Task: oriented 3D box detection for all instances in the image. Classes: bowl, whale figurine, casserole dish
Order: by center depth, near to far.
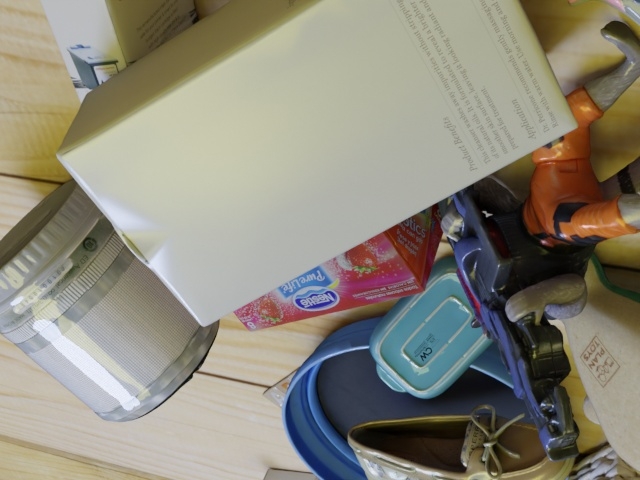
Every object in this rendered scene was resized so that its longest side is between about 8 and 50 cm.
[{"bbox_3d":[0.351,0.119,0.943,0.272,0.141,0.216,54,145,33],"label":"whale figurine"},{"bbox_3d":[0.137,0.105,1.042,0.114,0.037,0.188,43,102,7],"label":"casserole dish"},{"bbox_3d":[0.143,0.255,1.218,0.391,0.077,0.391,11,132,12],"label":"bowl"}]

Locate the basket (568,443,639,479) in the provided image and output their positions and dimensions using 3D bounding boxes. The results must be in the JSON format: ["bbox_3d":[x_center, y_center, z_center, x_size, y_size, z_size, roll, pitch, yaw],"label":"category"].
[{"bbox_3d":[0.416,0.497,1.200,0.328,0.266,0.331,31,136,-5],"label":"basket"}]

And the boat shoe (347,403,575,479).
[{"bbox_3d":[0.164,0.260,1.088,0.285,0.105,0.089,-14,126,32],"label":"boat shoe"}]

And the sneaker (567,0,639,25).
[{"bbox_3d":[0.345,-0.161,0.715,0.319,0.112,0.131,38,142,-4],"label":"sneaker"}]

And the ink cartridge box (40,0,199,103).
[{"bbox_3d":[-0.186,-0.201,0.893,0.082,0.140,0.191,6,133,23],"label":"ink cartridge box"}]

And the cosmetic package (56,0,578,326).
[{"bbox_3d":[-0.005,-0.115,0.779,0.385,0.156,0.217,-26,119,14],"label":"cosmetic package"}]

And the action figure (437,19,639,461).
[{"bbox_3d":[0.242,0.020,0.838,0.178,0.341,0.330,-2,148,-21],"label":"action figure"}]

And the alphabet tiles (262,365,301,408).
[{"bbox_3d":[0.050,0.240,1.310,0.198,0.009,0.237,37,137,-11],"label":"alphabet tiles"}]

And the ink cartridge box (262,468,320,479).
[{"bbox_3d":[-0.037,0.456,1.527,0.099,0.056,0.135,0,132,24],"label":"ink cartridge box"}]

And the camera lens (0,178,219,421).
[{"bbox_3d":[-0.284,0.083,1.158,0.219,0.219,0.274,-23,119,39],"label":"camera lens"}]

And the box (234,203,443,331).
[{"bbox_3d":[0.000,0.000,1.010,0.256,0.128,0.123,-17,123,36],"label":"box"}]
